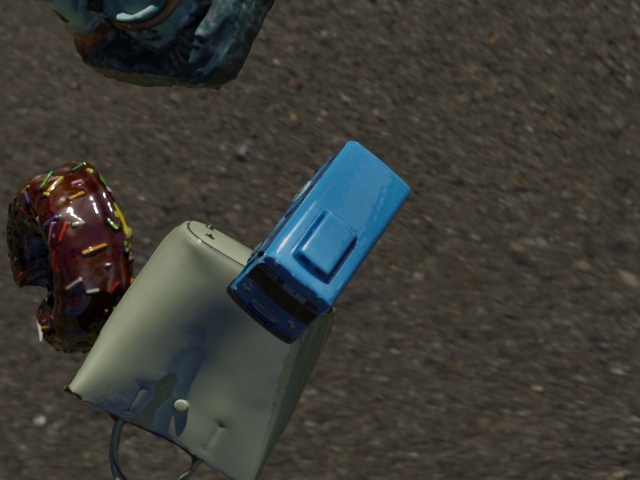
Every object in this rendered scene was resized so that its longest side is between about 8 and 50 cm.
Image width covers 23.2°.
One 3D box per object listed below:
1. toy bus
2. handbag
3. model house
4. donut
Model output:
[{"bbox_3d":[0.000,0.000,1.497,0.090,0.106,0.185,41,54,-7],"label":"toy bus"},{"bbox_3d":[-0.138,0.154,1.709,0.241,0.109,0.315,29,95,-6],"label":"handbag"},{"bbox_3d":[-0.233,-0.321,1.827,0.253,0.291,0.184,16,75,34],"label":"model house"},{"bbox_3d":[-0.292,0.022,1.800,0.216,0.096,0.230,-53,52,54],"label":"donut"}]
